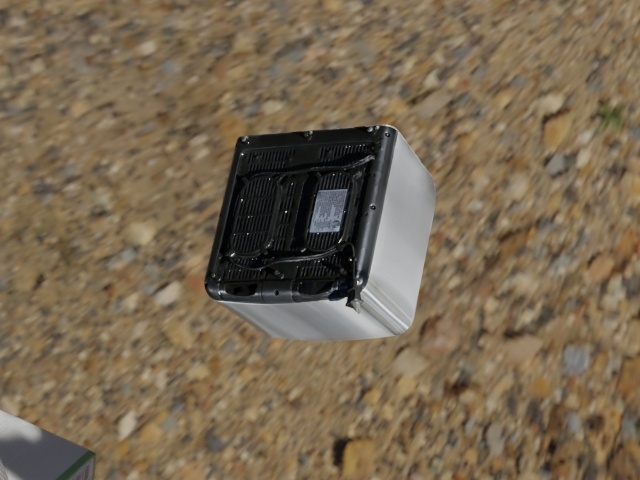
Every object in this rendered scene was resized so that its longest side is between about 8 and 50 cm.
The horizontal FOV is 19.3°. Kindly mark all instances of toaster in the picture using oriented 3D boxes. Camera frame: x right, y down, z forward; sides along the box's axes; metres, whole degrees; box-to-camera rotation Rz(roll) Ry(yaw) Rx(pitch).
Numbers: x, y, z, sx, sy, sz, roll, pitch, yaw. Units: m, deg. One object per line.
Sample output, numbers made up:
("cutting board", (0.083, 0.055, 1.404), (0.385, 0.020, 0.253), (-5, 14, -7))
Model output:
("toaster", (0.000, 0.000, 1.637), (0.168, 0.110, 0.185), (-4, 63, 31))

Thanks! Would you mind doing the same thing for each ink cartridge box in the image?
("ink cartridge box", (-0.369, 0.226, 1.891), (0.235, 0.171, 0.056), (21, 122, 18))

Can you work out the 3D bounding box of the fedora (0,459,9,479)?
("fedora", (-0.286, 0.160, 1.032), (0.275, 0.124, 0.243), (51, 124, 23))
